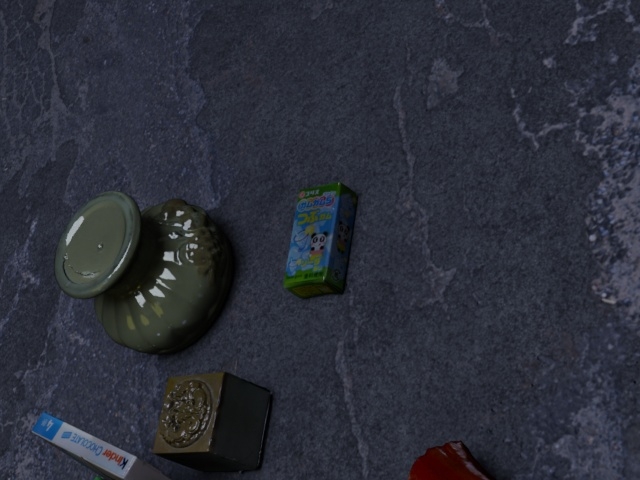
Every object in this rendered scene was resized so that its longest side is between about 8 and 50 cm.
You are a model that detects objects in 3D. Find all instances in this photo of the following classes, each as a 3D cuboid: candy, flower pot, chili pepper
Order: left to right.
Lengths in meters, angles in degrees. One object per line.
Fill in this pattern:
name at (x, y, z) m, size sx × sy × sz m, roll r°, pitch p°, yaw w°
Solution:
flower pot at (-0.339, 0.047, 2.233) m, size 0.307 × 0.244 × 0.307 m, roll -18°, pitch 58°, yaw 32°
candy at (0.000, 0.000, 2.095) m, size 0.097 × 0.062 × 0.194 m, roll -10°, pitch 60°, yaw 38°
chili pepper at (0.256, 0.410, 1.607) m, size 0.338 × 0.131 × 0.134 m, roll 34°, pitch 101°, yaw 43°

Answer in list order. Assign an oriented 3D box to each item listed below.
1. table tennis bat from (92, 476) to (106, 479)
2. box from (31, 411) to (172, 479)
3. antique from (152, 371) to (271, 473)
table tennis bat at (-0.413, 0.494, 2.118) m, size 0.257 × 0.039 × 0.160 m, roll 116°, pitch 145°, yaw -49°
box at (-0.323, 0.399, 2.013) m, size 0.273 × 0.265 × 0.048 m, roll 14°, pitch 67°, yaw 43°
antique at (-0.189, 0.311, 2.030) m, size 0.152 × 0.148 × 0.146 m, roll -11°, pitch 59°, yaw 39°
